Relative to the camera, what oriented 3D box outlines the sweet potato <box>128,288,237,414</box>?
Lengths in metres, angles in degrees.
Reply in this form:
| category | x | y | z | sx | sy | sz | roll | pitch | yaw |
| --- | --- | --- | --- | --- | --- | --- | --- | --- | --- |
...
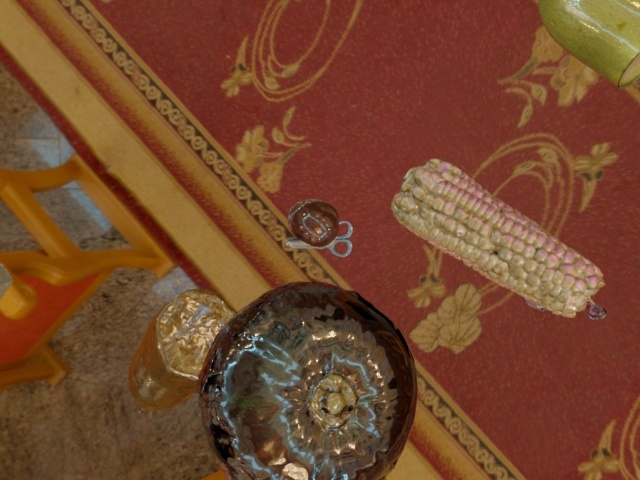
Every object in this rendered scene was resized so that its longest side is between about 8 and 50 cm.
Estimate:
| category | x | y | z | sx | sy | sz | roll | pitch | yaw |
| --- | --- | --- | --- | --- | --- | --- | --- | --- | --- |
| sweet potato | -0.267 | 0.217 | 1.096 | 0.157 | 0.158 | 0.370 | 53 | 136 | 6 |

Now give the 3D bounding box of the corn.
| category | x | y | z | sx | sy | sz | roll | pitch | yaw |
| --- | --- | --- | --- | --- | --- | --- | --- | --- | --- |
| corn | 0.262 | 0.000 | 0.906 | 0.335 | 0.127 | 0.126 | 37 | 102 | 13 |

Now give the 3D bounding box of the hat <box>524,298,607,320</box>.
| category | x | y | z | sx | sy | sz | roll | pitch | yaw |
| --- | --- | --- | --- | --- | --- | --- | --- | --- | --- |
| hat | 0.570 | 0.121 | 1.389 | 0.129 | 0.227 | 0.140 | -37 | 114 | -7 |

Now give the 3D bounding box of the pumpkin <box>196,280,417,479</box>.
| category | x | y | z | sx | sy | sz | roll | pitch | yaw |
| --- | --- | --- | --- | --- | --- | --- | --- | --- | --- |
| pumpkin | -0.010 | 0.160 | 0.614 | 0.233 | 0.163 | 0.233 | 5 | 76 | -23 |

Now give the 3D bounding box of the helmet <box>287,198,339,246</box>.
| category | x | y | z | sx | sy | sz | roll | pitch | yaw |
| --- | --- | --- | --- | --- | --- | --- | --- | --- | --- |
| helmet | -0.013 | -0.046 | 1.873 | 0.175 | 0.106 | 0.155 | 37 | 101 | -24 |

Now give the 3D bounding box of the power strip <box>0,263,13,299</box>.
| category | x | y | z | sx | sy | sz | roll | pitch | yaw |
| --- | --- | --- | --- | --- | --- | --- | --- | --- | --- |
| power strip | -0.656 | 0.159 | 1.055 | 0.367 | 0.106 | 0.043 | -41 | 83 | 34 |

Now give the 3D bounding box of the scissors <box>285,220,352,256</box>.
| category | x | y | z | sx | sy | sz | roll | pitch | yaw |
| --- | --- | --- | --- | --- | --- | --- | --- | --- | --- |
| scissors | 0.000 | 0.000 | 2.002 | 0.030 | 0.256 | 0.125 | 16 | 107 | 56 |

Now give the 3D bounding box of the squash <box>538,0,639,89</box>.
| category | x | y | z | sx | sy | sz | roll | pitch | yaw |
| --- | --- | --- | --- | --- | --- | --- | --- | --- | --- |
| squash | 0.373 | -0.298 | 0.795 | 0.123 | 0.123 | 0.186 | -47 | 63 | 13 |
